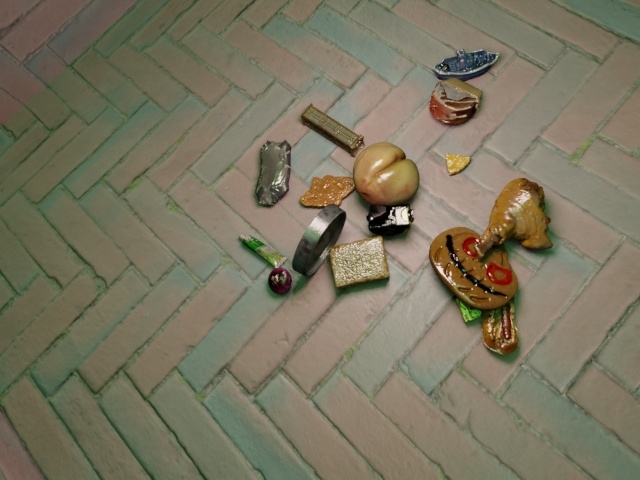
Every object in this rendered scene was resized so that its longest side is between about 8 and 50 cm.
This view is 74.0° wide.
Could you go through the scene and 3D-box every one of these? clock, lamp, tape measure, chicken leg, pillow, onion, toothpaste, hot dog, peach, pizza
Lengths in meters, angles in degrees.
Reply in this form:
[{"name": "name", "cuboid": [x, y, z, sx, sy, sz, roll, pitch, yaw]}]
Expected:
[{"name": "clock", "cuboid": [-0.001, 0.000, 1.719, 0.066, 0.319, 0.318, 31, 80, 14]}, {"name": "lamp", "cuboid": [0.055, -0.521, 2.001, 0.325, 0.090, 0.089, 37, 81, 18]}, {"name": "tape measure", "cuboid": [0.289, -0.079, 1.764, 0.199, 0.186, 0.112, 4, 77, 7]}, {"name": "chicken leg", "cuboid": [0.767, -0.045, 1.659, 0.409, 0.182, 0.295, -42, 89, -18]}, {"name": "pillow", "cuboid": [-0.217, -0.322, 1.983, 0.162, 0.092, 0.334, -3, 72, 15]}, {"name": "onion", "cuboid": [-0.176, 0.172, 1.809, 0.115, 0.104, 0.115, -7, 74, 26]}, {"name": "toothpaste", "cuboid": [-0.264, 0.040, 1.898, 0.248, 0.046, 0.078, 32, 54, 18]}, {"name": "hot dog", "cuboid": [0.686, 0.308, 1.622, 0.131, 0.069, 0.252, 4, 71, 12]}, {"name": "peach", "cuboid": [0.269, -0.270, 1.796, 0.293, 0.247, 0.291, 4, 75, -16]}, {"name": "pizza", "cuboid": [0.596, -0.351, 1.879, 0.123, 0.026, 0.108, -37, 67, 0]}]

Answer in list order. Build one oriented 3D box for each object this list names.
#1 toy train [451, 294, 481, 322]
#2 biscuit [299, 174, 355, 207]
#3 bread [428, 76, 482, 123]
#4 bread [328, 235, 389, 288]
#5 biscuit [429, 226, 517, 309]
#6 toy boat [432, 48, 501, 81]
[{"name": "toy train", "cuboid": [0.557, 0.200, 1.690, 0.085, 0.053, 0.249, -22, 69, 9]}, {"name": "biscuit", "cuboid": [0.041, -0.224, 1.931, 0.281, 0.043, 0.183, -20, 73, -1]}, {"name": "bread", "cuboid": [0.601, -0.622, 1.915, 0.224, 0.142, 0.212, 36, 67, 19]}, {"name": "bread", "cuboid": [0.162, 0.092, 1.771, 0.235, 0.110, 0.184, -12, 77, 6]}, {"name": "biscuit", "cuboid": [0.610, 0.094, 1.663, 0.314, 0.063, 0.367, -27, 62, -17]}, {"name": "toy boat", "cuboid": [0.671, -0.821, 1.958, 0.310, 0.142, 0.128, -9, 69, 8]}]
